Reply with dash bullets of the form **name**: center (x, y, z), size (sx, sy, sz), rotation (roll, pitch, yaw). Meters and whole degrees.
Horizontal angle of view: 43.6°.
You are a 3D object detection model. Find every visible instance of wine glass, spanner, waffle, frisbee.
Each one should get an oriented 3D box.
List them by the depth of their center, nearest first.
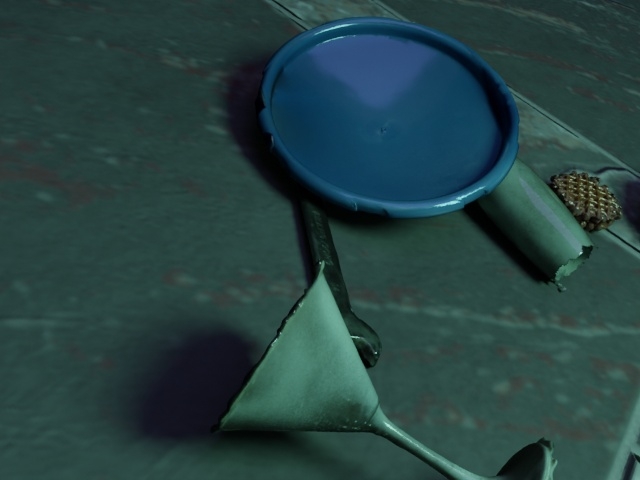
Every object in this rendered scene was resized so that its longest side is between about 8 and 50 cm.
- **wine glass**: center (0.041, 0.111, 0.474), size (0.183, 0.122, 0.122), rotation (32, 40, 3)
- **spanner**: center (0.000, 0.000, 0.646), size (0.054, 0.015, 0.254), rotation (7, 43, -21)
- **frisbee**: center (0.061, -0.112, 0.731), size (0.242, 0.045, 0.242), rotation (4, 57, -5)
- **wine glass**: center (0.162, -0.065, 0.768), size (0.074, 0.074, 0.262), rotation (-16, 58, -40)
- **waffle**: center (0.271, -0.041, 0.831), size (0.083, 0.029, 0.075), rotation (-8, 48, -31)
